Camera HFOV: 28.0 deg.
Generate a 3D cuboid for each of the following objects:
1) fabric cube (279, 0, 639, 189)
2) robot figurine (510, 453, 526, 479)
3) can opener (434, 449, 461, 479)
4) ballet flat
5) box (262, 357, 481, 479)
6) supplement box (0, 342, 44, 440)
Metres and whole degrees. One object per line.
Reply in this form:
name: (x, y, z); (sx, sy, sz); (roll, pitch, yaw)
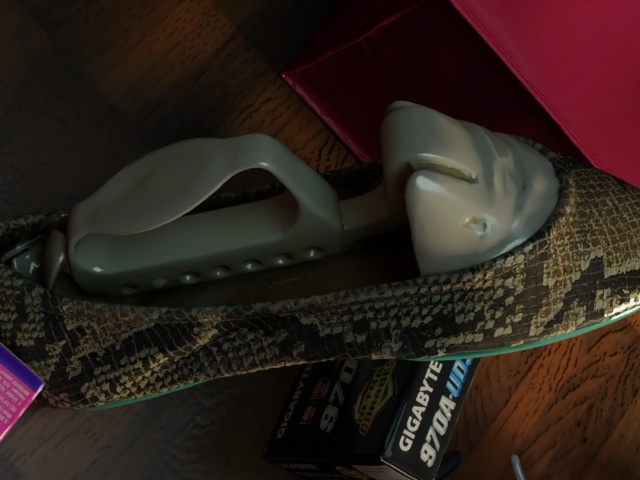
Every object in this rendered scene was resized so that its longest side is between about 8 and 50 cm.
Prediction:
fabric cube: (0.176, -0.159, 1.058); (0.254, 0.259, 0.258); (46, 65, -17)
robot figurine: (0.246, 0.336, 1.030); (0.353, 0.200, 0.300); (43, 52, -4)
can opener: (0.041, 0.204, 1.040); (0.186, 0.073, 0.059); (-33, 72, -36)
ballet flat: (0.000, 0.000, 0.848); (0.164, 0.483, 0.182); (-92, 170, -48)
box: (0.057, 0.080, 0.994); (0.051, 0.175, 0.220); (33, 67, -23)
supplement box: (-0.298, 0.143, 0.817); (0.114, 0.111, 0.220); (45, 64, -17)
